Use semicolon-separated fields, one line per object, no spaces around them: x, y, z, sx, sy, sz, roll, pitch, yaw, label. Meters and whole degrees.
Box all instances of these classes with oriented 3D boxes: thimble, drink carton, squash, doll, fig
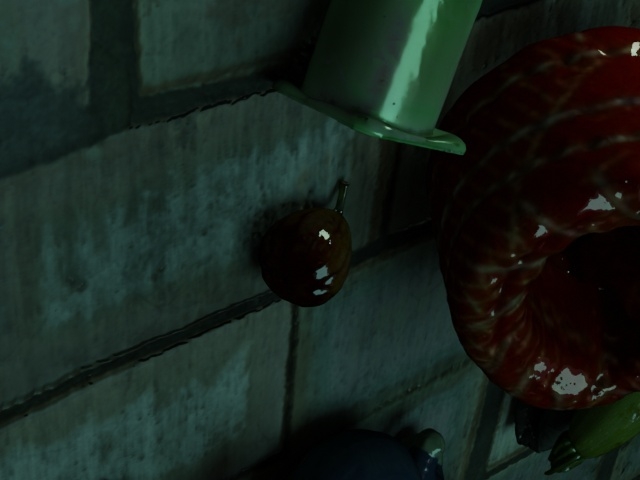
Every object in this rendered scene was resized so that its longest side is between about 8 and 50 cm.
0.272;-0.018;1.259;0.350;0.231;0.350;-5;139;-5;thimble
0.057;-0.165;1.081;0.146;0.144;0.142;4;109;-47;drink carton
0.392;0.167;1.587;0.341;0.094;0.094;-49;143;6;squash
0.047;0.302;1.473;0.228;0.154;0.258;-50;137;8;doll
0.000;0.000;1.212;0.125;0.089;0.089;-49;148;-32;fig

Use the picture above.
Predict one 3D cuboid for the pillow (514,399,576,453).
0.370;0.113;1.664;0.228;0.101;0.326;-19;132;-30;pillow
